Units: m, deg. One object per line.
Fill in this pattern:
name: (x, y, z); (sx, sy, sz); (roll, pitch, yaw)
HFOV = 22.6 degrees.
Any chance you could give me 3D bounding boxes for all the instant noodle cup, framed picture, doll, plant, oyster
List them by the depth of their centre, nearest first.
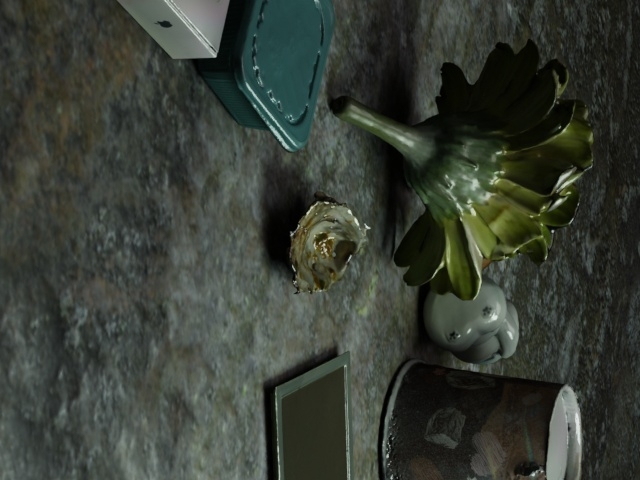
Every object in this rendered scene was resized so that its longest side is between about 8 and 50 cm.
instant noodle cup: (-0.055, -0.191, 1.532); (0.157, 0.070, 0.179); (52, 46, -54)
oyster: (0.003, 0.003, 1.694); (0.177, 0.056, 0.105); (-6, 109, -65)
framed picture: (-0.007, 0.260, 1.734); (0.197, 0.014, 0.252); (-19, 109, -65)
plant: (0.181, -0.094, 1.840); (0.297, 0.261, 0.306); (37, 68, -62)
instant noodle cup: (0.205, 0.257, 1.979); (0.217, 0.207, 0.217); (1, 90, -67)
doll: (0.201, 0.105, 2.083); (0.107, 0.110, 0.181); (59, 9, 31)

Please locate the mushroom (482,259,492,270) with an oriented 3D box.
mushroom: (0.203, -0.016, 2.127); (0.088, 0.073, 0.129); (2, 86, -33)

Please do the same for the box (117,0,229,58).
box: (-0.124, -0.246, 1.398); (0.129, 0.051, 0.130); (46, 51, -59)
